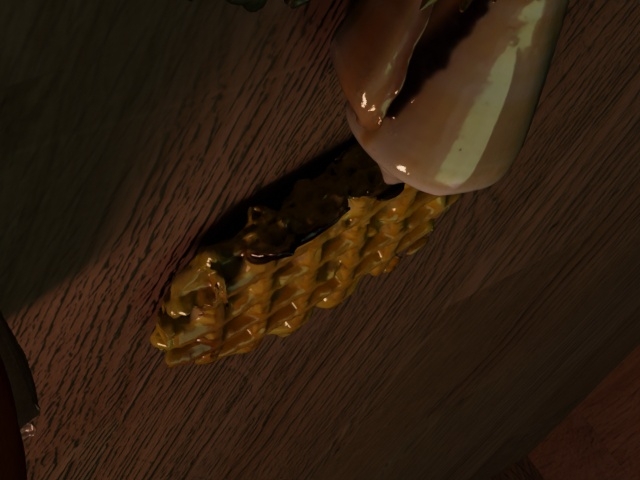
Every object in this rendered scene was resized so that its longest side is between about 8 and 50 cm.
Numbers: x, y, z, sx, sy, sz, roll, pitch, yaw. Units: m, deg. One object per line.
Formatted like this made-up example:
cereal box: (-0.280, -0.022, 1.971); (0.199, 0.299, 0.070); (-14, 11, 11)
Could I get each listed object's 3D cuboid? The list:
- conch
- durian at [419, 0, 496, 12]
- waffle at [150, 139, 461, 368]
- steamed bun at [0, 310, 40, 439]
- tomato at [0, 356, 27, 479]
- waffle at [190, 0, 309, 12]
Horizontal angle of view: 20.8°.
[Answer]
conch: (0.084, -0.146, 1.115); (0.158, 0.127, 0.255); (12, 113, -30)
durian: (0.102, -0.232, 0.891); (0.186, 0.154, 0.260); (22, 115, -42)
waffle: (0.002, 0.003, 1.414); (0.312, 0.060, 0.307); (-40, 165, 14)
steamed bun: (-0.251, 0.106, 1.106); (0.145, 0.106, 0.175); (-32, 166, -12)
tomato: (-0.281, 0.130, 0.791); (0.341, 0.273, 0.341); (-22, 165, -6)
waffle: (-0.014, -0.188, 0.775); (0.214, 0.054, 0.208); (20, 126, -45)
